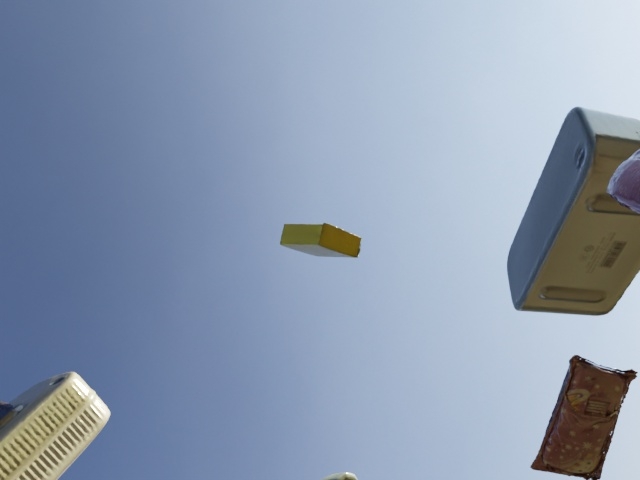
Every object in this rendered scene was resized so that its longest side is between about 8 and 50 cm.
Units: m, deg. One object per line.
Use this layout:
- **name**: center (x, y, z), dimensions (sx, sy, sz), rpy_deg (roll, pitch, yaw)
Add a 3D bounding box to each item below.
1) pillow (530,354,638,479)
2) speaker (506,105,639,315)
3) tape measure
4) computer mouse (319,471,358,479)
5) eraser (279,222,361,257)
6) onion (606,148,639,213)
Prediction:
- **pillow**: center (0.368, 0.250, 0.760), dimensions (0.118, 0.043, 0.185), rpy_deg (13, -76, -12)
- **speaker**: center (0.502, -0.032, 1.010), dimensions (0.184, 0.183, 0.406), rpy_deg (7, -47, 2)
- **tape measure**: center (-0.472, 0.320, 0.785), dimensions (0.133, 0.231, 0.271), rpy_deg (54, -143, -16)
- **computer mouse**: center (-0.009, 0.436, 0.842), dimensions (0.181, 0.056, 0.089), rpy_deg (-38, -65, -37)
- **eraser**: center (0.000, 0.000, 0.986), dimensions (0.097, 0.122, 0.045), rpy_deg (19, -102, -34)
- **onion**: center (0.419, -0.020, 0.487), dimensions (0.227, 0.283, 0.120), rpy_deg (16, -68, -15)
